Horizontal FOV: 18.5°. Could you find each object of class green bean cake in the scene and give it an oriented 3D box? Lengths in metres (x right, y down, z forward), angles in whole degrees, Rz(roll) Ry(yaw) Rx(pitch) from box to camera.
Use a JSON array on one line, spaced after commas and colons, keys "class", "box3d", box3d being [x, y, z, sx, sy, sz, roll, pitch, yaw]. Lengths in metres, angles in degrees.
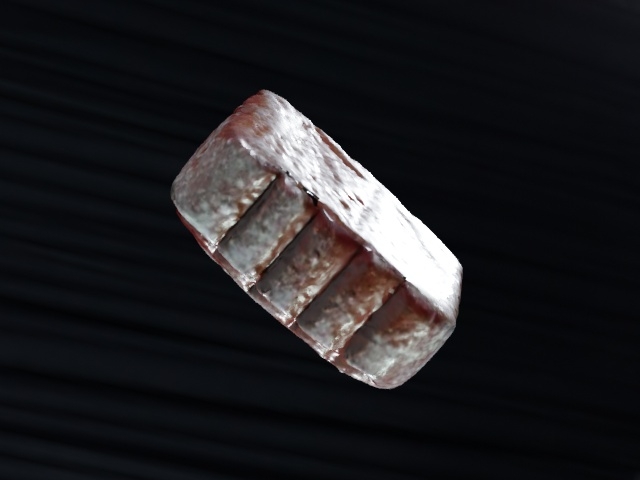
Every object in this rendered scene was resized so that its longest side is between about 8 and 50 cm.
[{"class": "green bean cake", "box3d": [0.000, 0.000, 0.879, 0.056, 0.136, 0.135, -47, -176, 11]}]
